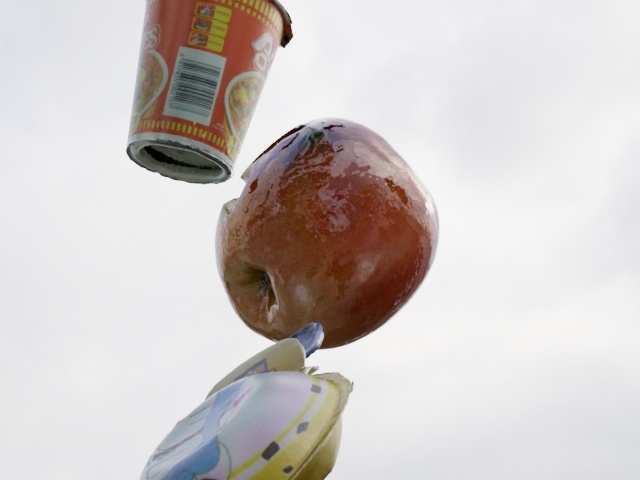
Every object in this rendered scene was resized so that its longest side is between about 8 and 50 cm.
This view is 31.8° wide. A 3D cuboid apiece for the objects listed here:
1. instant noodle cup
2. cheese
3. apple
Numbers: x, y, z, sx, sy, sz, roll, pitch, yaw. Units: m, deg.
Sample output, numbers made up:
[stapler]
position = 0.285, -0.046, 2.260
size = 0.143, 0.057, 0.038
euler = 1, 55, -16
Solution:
[instant noodle cup]
position = -0.143, -0.186, 1.346
size = 0.193, 0.212, 0.193
euler = 10, -17, 3
[cheese]
position = -0.043, 0.110, 0.638
size = 0.157, 0.064, 0.250
euler = -34, 10, 14
[apple]
position = 0.000, 0.000, 0.951
size = 0.199, 0.199, 0.199
euler = -11, -22, -4
